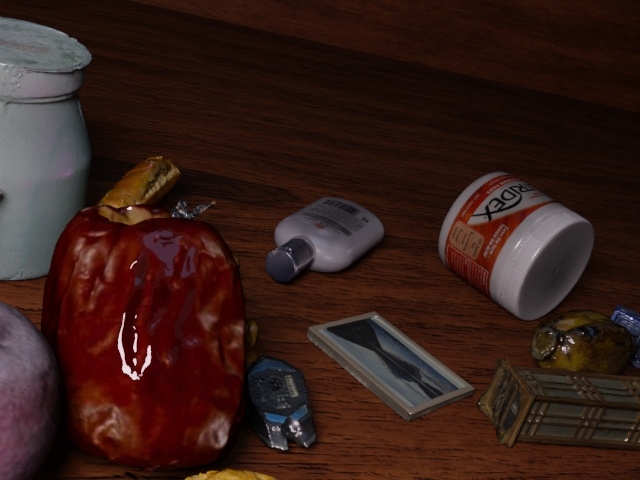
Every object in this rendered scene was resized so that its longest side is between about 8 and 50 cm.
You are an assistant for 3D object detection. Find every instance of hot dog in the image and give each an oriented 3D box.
[{"bbox_3d":[-0.280,-0.058,1.317,0.072,0.115,0.269,38,21,-5],"label":"hot dog"}]

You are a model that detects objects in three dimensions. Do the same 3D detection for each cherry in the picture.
[{"bbox_3d":[-0.320,0.149,0.746,0.183,0.213,0.266,47,6,-23],"label":"cherry"}]

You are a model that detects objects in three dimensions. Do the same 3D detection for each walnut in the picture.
[{"bbox_3d":[-0.159,0.095,0.902,0.243,0.269,0.221,6,-5,-35],"label":"walnut"}]

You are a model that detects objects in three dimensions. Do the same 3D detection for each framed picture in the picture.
[{"bbox_3d":[0.097,0.168,1.216,0.150,0.015,0.203,-8,35,-45],"label":"framed picture"}]

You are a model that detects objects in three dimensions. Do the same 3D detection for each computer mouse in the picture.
[{"bbox_3d":[-0.050,0.196,1.022,0.079,0.047,0.135,-7,43,-21],"label":"computer mouse"}]

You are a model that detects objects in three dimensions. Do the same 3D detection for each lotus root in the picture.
[{"bbox_3d":[0.400,0.163,1.322,0.209,0.120,0.120,3,28,-31],"label":"lotus root"}]

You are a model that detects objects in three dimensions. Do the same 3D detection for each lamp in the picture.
[{"bbox_3d":[0.382,0.230,1.193,0.325,0.089,0.090,9,26,-21],"label":"lamp"}]

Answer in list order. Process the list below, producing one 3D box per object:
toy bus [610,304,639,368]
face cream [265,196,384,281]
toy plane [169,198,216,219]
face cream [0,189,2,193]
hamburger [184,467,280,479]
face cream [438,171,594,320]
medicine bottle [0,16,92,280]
[{"bbox_3d":[0.589,0.184,1.445,0.236,0.079,0.094,24,23,13],"label":"toy bus"},{"bbox_3d":[0.000,0.000,1.439,0.143,0.071,0.291,24,24,15],"label":"face cream"},{"bbox_3d":[-0.214,-0.024,1.276,0.062,0.135,0.188,60,-2,0],"label":"toy plane"},{"bbox_3d":[-0.484,0.024,0.920,0.137,0.084,0.341,21,43,-1],"label":"face cream"},{"bbox_3d":[-0.062,0.317,0.606,0.289,0.170,0.314,0,30,-28],"label":"hamburger"},{"bbox_3d":[0.331,0.006,1.495,0.201,0.201,0.187,-7,34,-43],"label":"face cream"},{"bbox_3d":[-0.421,-0.128,1.155,0.244,0.290,0.245,15,25,-7],"label":"medicine bottle"}]
